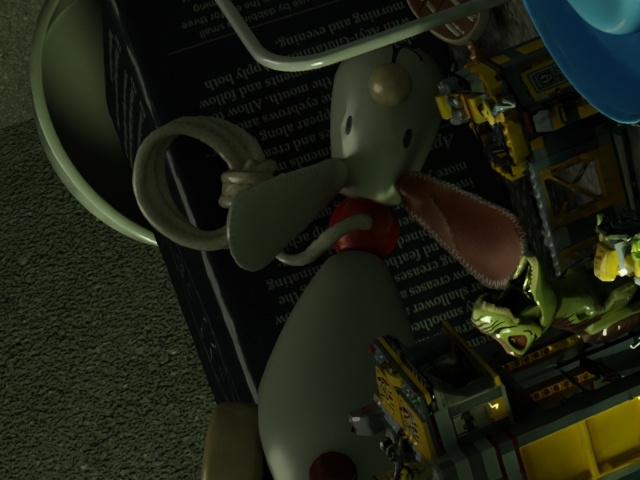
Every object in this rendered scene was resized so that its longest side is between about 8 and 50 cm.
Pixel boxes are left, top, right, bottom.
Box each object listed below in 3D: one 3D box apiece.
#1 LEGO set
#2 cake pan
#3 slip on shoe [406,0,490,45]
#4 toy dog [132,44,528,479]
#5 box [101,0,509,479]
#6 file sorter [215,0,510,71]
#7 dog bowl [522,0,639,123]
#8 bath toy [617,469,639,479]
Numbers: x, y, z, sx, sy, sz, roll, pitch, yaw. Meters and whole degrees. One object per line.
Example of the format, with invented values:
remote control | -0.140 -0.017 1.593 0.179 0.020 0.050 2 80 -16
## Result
LEGO set | 0.107 0.052 0.761 0.331 0.192 0.255 -126 17 -56
cake pan | -0.122 -0.119 1.439 0.054 0.293 0.293 -31 78 54
slip on shoe | 0.069 -0.170 1.023 0.041 0.051 0.135 17 -149 -51
toy dog | 0.014 0.042 0.974 0.161 0.220 0.334 97 160 -81
box | 0.000 0.000 1.220 0.293 0.212 0.395 122 129 -77
file sorter | 0.005 -0.254 0.811 0.193 0.173 0.278 -122 16 -50
dog bowl | 0.123 -0.178 0.602 0.297 0.074 0.166 82 165 -51
bath toy | 0.175 0.245 1.030 0.348 0.129 0.151 86 -154 -51
